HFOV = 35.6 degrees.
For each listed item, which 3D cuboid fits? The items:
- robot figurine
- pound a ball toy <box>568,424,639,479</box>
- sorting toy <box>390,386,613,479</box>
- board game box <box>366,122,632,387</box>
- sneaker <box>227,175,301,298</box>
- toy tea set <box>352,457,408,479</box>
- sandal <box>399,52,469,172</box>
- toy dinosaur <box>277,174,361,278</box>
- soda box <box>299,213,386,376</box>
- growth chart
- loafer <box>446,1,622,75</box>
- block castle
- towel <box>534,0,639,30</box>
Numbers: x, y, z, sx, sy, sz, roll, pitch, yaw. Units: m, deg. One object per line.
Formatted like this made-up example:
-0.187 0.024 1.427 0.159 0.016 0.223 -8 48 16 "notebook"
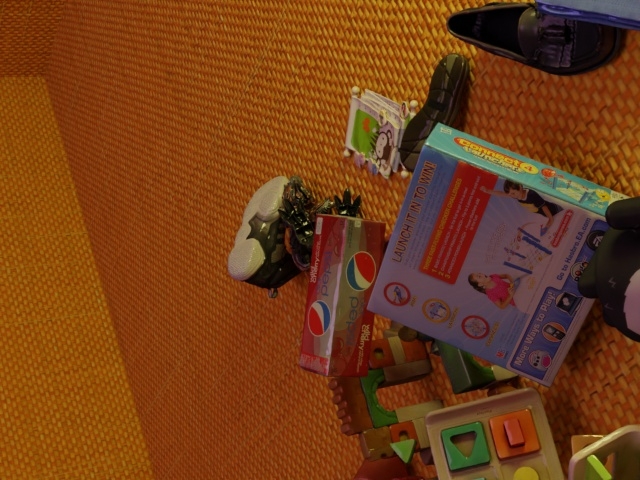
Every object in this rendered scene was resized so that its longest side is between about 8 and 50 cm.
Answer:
0.448 0.040 1.208 0.278 0.209 0.173 -14 73 57 "robot figurine"
0.434 0.405 1.296 0.208 0.136 0.319 58 170 41 "pound a ball toy"
0.261 0.329 1.474 0.047 0.348 0.195 47 -151 -70 "sorting toy"
0.255 0.025 1.456 0.302 0.086 0.308 23 125 9 "board game box"
-0.103 -0.003 2.239 0.101 0.153 0.268 -5 56 45 "sneaker"
0.132 0.557 1.966 0.200 0.124 0.336 34 126 17 "toy tea set"
0.207 -0.214 1.710 0.090 0.060 0.219 35 111 45 "sandal"
0.000 0.000 2.063 0.322 0.164 0.218 51 155 17 "toy dinosaur"
0.036 0.091 1.653 0.083 0.092 0.263 8 91 50 "soda box"
0.112 -0.203 1.907 0.237 0.021 0.171 31 122 55 "growth chart"
0.305 -0.303 1.474 0.302 0.095 0.109 26 116 56 "loafer"
0.166 0.237 1.704 0.303 0.213 0.453 -43 59 55 "block castle"
0.405 -0.442 1.273 0.243 0.040 0.335 26 113 43 "towel"
